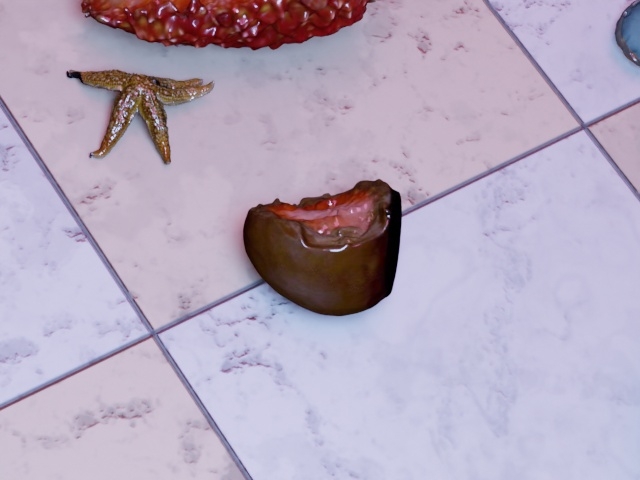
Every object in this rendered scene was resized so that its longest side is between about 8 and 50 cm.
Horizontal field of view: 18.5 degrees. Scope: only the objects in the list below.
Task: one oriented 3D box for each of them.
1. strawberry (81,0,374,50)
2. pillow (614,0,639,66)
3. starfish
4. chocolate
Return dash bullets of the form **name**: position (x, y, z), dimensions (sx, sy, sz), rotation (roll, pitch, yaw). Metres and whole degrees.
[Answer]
- **strawberry**: position (-0.069, -0.254, 1.873), dimensions (0.306, 0.137, 0.233), rotation (-18, 43, 3)
- **pillow**: position (0.408, -0.177, 1.960), dimensions (0.214, 0.086, 0.233), rotation (-9, 61, -14)
- **starfish**: position (-0.177, -0.132, 1.802), dimensions (0.130, 0.041, 0.133), rotation (28, 57, 5)
- **chocolate**: position (0.000, 0.000, 1.724), dimensions (0.133, 0.124, 0.127), rotation (9, 82, 14)
